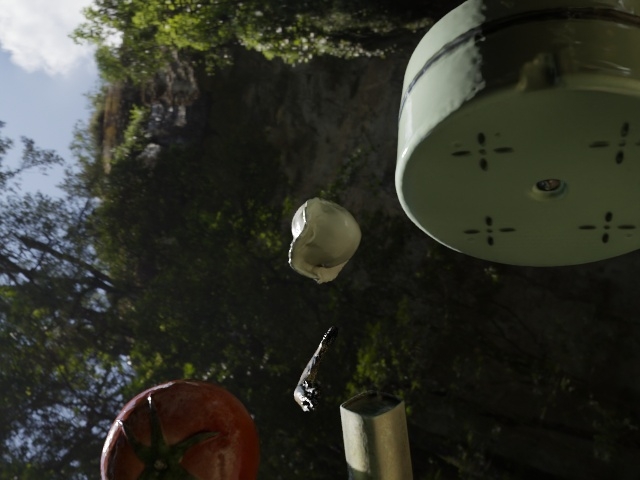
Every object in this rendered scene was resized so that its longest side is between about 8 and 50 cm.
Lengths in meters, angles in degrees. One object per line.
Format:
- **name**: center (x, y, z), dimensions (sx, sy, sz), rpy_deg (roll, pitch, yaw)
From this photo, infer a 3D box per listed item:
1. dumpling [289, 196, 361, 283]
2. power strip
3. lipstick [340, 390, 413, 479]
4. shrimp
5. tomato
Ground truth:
- **dumpling**: center (0.000, 0.000, 1.059), dimensions (0.127, 0.108, 0.188), rpy_deg (-53, -30, -6)
- **power strip**: center (0.257, -0.112, 0.763), dimensions (0.357, 0.357, 0.161), rpy_deg (40, -134, -41)
- **lipstick**: center (0.074, 0.311, 0.786), dimensions (0.079, 0.077, 0.252), rpy_deg (-17, -75, -41)
- **shrimp**: center (-0.005, 0.288, 1.492), dimensions (0.051, 0.262, 0.198), rpy_deg (23, -93, -3)
- **tomato**: center (-0.230, 0.369, 1.124), dimensions (0.265, 0.265, 0.265), rpy_deg (-13, -70, -39)
